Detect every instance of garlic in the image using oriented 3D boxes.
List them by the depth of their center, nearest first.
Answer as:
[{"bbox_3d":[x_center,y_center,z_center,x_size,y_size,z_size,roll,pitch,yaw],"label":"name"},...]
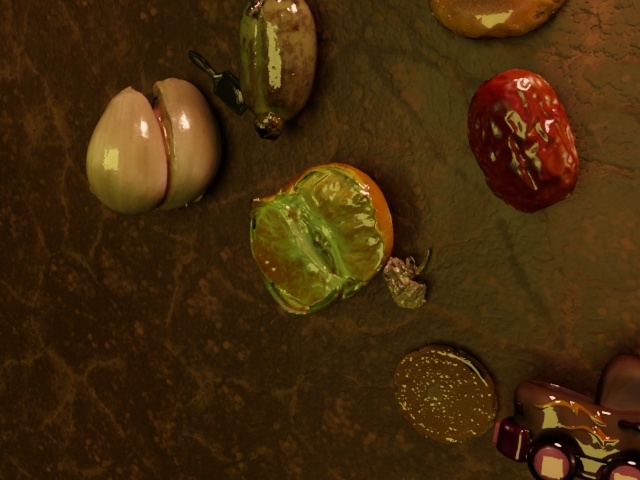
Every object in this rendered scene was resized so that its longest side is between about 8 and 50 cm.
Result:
[{"bbox_3d":[-0.366,-0.198,1.436,0.286,0.249,0.313,9,111,-22],"label":"garlic"}]

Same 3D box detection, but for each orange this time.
[{"bbox_3d":[0.006,0.000,1.320,0.334,0.196,0.263,-37,68,22],"label":"orange"}]

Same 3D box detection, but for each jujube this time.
[{"bbox_3d":[0.354,-0.174,1.136,0.174,0.174,0.251,-26,91,27],"label":"jujube"}]

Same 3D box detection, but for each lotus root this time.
[{"bbox_3d":[-0.095,-0.362,1.325,0.173,0.173,0.310,7,102,24],"label":"lotus root"}]

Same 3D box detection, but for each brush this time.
[{"bbox_3d":[-0.233,-0.365,1.463,0.193,0.016,0.063,44,113,12],"label":"brush"}]

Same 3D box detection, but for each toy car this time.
[{"bbox_3d":[0.490,0.310,1.129,0.340,0.271,0.241,8,85,24],"label":"toy car"}]

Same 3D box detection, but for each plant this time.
[{"bbox_3d":[0.187,0.072,1.326,0.122,0.104,0.117,-37,122,-4],"label":"plant"}]

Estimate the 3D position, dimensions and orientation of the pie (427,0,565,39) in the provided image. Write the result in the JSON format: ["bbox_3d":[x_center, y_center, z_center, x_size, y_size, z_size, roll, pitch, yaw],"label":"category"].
[{"bbox_3d":[0.317,-0.481,1.152,0.273,0.069,0.274,0,91,21],"label":"pie"}]

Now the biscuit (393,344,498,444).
[{"bbox_3d":[0.257,0.320,1.342,0.225,0.042,0.226,5,103,24],"label":"biscuit"}]
